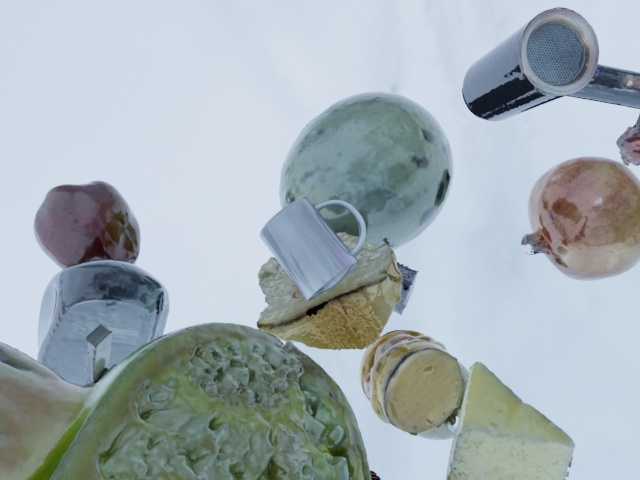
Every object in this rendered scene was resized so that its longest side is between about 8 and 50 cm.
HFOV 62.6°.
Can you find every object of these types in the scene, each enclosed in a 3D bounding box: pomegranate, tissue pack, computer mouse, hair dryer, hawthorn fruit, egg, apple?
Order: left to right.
[{"bbox_3d":[-0.487,0.001,1.118,0.208,0.208,0.248,-27,67,7],"label":"hawthorn fruit"},{"bbox_3d":[-0.358,0.143,0.876,0.374,0.203,0.114,-54,34,40],"label":"computer mouse"},{"bbox_3d":[-0.129,0.207,0.371,0.216,0.359,0.309,-53,12,34],"label":"pomegranate"},{"bbox_3d":[0.095,-0.135,1.147,0.345,0.345,0.428,26,52,33],"label":"egg"},{"bbox_3d":[0.183,0.146,1.981,0.332,0.245,0.123,23,56,13],"label":"tissue pack"},{"bbox_3d":[0.387,0.528,1.784,0.292,0.254,0.292,-34,21,15],"label":"apple"},{"bbox_3d":[0.693,-0.047,1.395,0.338,0.338,0.338,-11,58,18],"label":"pomegranate"},{"bbox_3d":[0.271,-0.138,0.497,0.256,0.128,0.070,9,90,-11],"label":"hair dryer"}]

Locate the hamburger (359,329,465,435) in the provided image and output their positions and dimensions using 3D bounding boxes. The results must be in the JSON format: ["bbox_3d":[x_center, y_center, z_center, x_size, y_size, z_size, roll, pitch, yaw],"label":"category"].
[{"bbox_3d":[0.230,0.372,1.461,0.276,0.276,0.237,-49,27,-8],"label":"hamburger"}]

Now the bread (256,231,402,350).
[{"bbox_3d":[0.026,0.067,0.923,0.211,0.224,0.183,-60,24,27],"label":"bread"}]

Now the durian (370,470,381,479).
[{"bbox_3d":[0.067,0.559,0.882,0.348,0.384,0.347,-21,49,26],"label":"durian"}]

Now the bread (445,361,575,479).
[{"bbox_3d":[0.236,0.310,0.734,0.142,0.266,0.178,-13,34,-13],"label":"bread"}]

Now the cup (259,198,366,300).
[{"bbox_3d":[-0.004,0.005,0.816,0.136,0.099,0.133,-34,79,-26],"label":"cup"}]

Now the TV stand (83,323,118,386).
[{"bbox_3d":[-0.301,0.211,0.702,0.042,0.249,0.036,26,33,8],"label":"TV stand"}]

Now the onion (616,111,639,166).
[{"bbox_3d":[0.563,-0.194,0.686,0.159,0.267,0.349,-38,10,-11],"label":"onion"}]
